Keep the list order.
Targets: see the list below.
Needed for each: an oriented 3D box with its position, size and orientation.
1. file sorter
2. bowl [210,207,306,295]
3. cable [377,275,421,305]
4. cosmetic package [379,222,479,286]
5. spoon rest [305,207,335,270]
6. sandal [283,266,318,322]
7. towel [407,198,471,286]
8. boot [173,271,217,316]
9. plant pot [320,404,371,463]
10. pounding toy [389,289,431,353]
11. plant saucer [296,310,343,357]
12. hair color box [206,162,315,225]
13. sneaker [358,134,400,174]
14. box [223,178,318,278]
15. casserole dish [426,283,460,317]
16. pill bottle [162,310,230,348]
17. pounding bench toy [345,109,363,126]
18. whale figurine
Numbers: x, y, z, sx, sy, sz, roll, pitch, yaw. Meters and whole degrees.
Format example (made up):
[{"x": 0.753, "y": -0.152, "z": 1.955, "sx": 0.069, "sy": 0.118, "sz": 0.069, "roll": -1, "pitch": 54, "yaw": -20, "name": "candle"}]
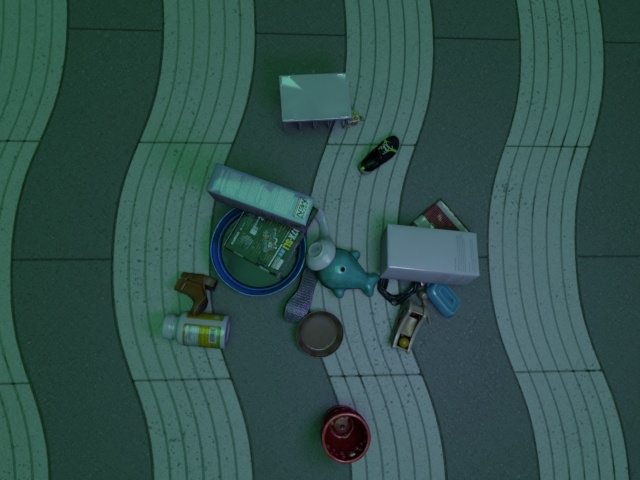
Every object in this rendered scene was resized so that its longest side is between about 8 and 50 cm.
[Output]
[{"x": -0.026, "y": -0.569, "z": 1.847, "sx": 0.278, "sy": 0.173, "sz": 0.192, "roll": -4, "pitch": 85, "yaw": -4, "name": "file sorter"}, {"x": -0.255, "y": 0.036, "z": 1.835, "sx": 0.392, "sy": 0.077, "sz": 0.390, "roll": 0, "pitch": 85, "yaw": -3, "name": "bowl"}, {"x": 0.336, "y": 0.178, "z": 1.867, "sx": 0.185, "sy": 0.047, "sz": 0.150, "roll": -41, "pitch": 78, "yaw": 11, "name": "cable"}, {"x": 0.433, "y": 0.060, "z": 1.779, "sx": 0.367, "sy": 0.155, "sz": 0.196, "roll": 7, "pitch": 67, "yaw": -1, "name": "cosmetic package"}, {"x": 0.000, "y": 0.000, "z": 1.812, "sx": 0.138, "sy": 0.084, "sz": 0.276, "roll": -18, "pitch": 55, "yaw": 27, "name": "spoon rest"}, {"x": -0.075, "y": 0.230, "z": 1.849, "sx": 0.097, "sy": 0.054, "sz": 0.254, "roll": 29, "pitch": 75, "yaw": -8, "name": "sandal"}, {"x": 0.477, "y": 0.009, "z": 1.903, "sx": 0.329, "sy": 0.037, "sz": 0.237, "roll": -40, "pitch": 88, "yaw": -6, "name": "towel"}, {"x": -0.522, "y": 0.213, "z": 1.775, "sx": 0.153, "sy": 0.072, "sz": 0.197, "roll": 14, "pitch": 41, "yaw": 4, "name": "boot"}, {"x": 0.093, "y": 0.756, "z": 1.751, "sx": 0.192, "sy": 0.174, "sz": 0.190, "roll": 0, "pitch": 86, "yaw": -3, "name": "plant pot"}, {"x": 0.401, "y": 0.338, "z": 1.812, "sx": 0.155, "sy": 0.154, "sz": 0.269, "roll": 20, "pitch": 85, "yaw": -2, "name": "pounding toy"}, {"x": -0.004, "y": 0.387, "z": 1.833, "sx": 0.199, "sy": 0.036, "sz": 0.198, "roll": 0, "pitch": 93, "yaw": -9, "name": "plant saucer"}, {"x": -0.216, "y": -0.154, "z": 1.645, "sx": 0.375, "sy": 0.185, "sz": 0.113, "roll": 20, "pitch": 83, "yaw": -1, "name": "hair color box"}, {"x": 0.260, "y": -0.367, "z": 1.886, "sx": 0.235, "sy": 0.097, "sz": 0.084, "roll": -44, "pitch": 90, "yaw": -6, "name": "sneaker"}, {"x": -0.197, "y": -0.047, "z": 1.768, "sx": 0.257, "sy": 0.079, "sz": 0.321, "roll": 29, "pitch": 84, "yaw": -2, "name": "box"}, {"x": 0.524, "y": 0.239, "z": 1.856, "sx": 0.188, "sy": 0.037, "sz": 0.114, "roll": 49, "pitch": 57, "yaw": -8, "name": "casserole dish"}, {"x": -0.496, "y": 0.355, "z": 1.765, "sx": 0.246, "sy": 0.136, "sz": 0.136, "roll": 6, "pitch": 85, "yaw": -3, "name": "pill bottle"}, {"x": 0.152, "y": -0.534, "z": 1.909, "sx": 0.084, "sy": 0.065, "sz": 0.052, "roll": -12, "pitch": 86, "yaw": -5, "name": "pounding bench toy"}, {"x": 0.120, "y": 0.140, "z": 1.816, "sx": 0.272, "sy": 0.141, "sz": 0.216, "roll": 26, "pitch": 81, "yaw": -8, "name": "whale figurine"}]
